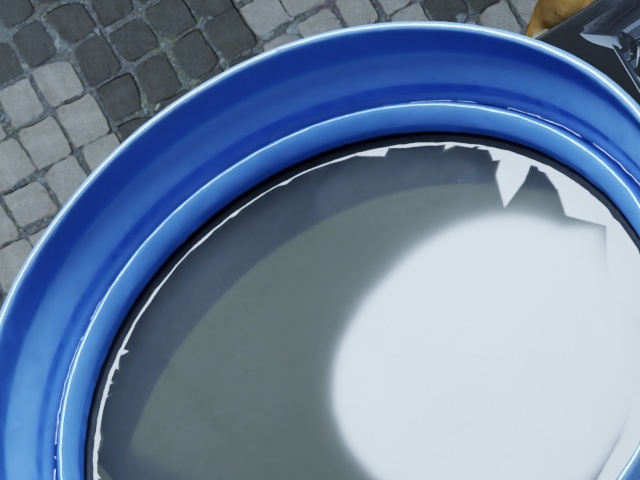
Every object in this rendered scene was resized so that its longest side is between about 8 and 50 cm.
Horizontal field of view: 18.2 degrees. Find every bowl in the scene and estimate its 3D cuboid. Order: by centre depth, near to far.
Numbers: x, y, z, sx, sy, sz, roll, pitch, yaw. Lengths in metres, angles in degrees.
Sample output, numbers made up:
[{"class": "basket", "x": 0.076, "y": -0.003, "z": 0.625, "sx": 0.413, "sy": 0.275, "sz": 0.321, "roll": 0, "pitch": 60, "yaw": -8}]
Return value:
[{"class": "bowl", "x": 0.011, "y": 0.061, "z": 1.030, "sx": 0.391, "sy": 0.391, "sz": 0.077, "roll": -32, "pitch": -42, "yaw": 2}]

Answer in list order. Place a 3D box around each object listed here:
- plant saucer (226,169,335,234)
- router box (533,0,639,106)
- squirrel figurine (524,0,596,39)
[{"class": "plant saucer", "x": 0.000, "y": 0.000, "z": 1.286, "sx": 0.332, "sy": 0.084, "sz": 0.332, "roll": -29, "pitch": 3, "yaw": 2}, {"class": "router box", "x": 0.287, "y": -0.088, "z": 1.452, "sx": 0.309, "sy": 0.243, "sz": 0.081, "roll": -32, "pitch": 2, "yaw": -28}, {"class": "squirrel figurine", "x": 0.323, "y": -0.190, "z": 2.026, "sx": 0.370, "sy": 0.281, "sz": 0.397, "roll": -63, "pitch": -22, "yaw": -10}]
